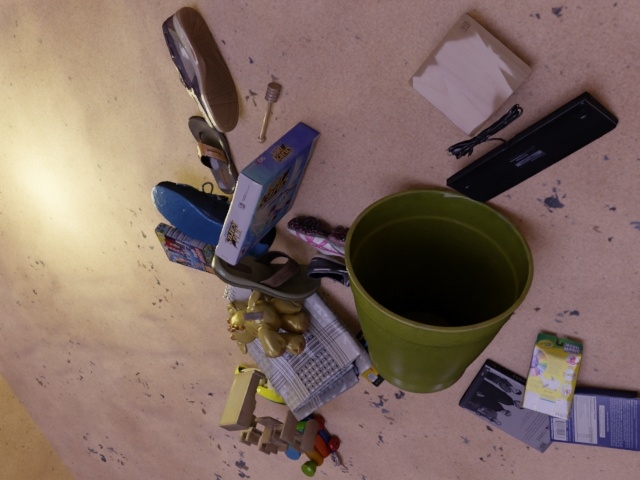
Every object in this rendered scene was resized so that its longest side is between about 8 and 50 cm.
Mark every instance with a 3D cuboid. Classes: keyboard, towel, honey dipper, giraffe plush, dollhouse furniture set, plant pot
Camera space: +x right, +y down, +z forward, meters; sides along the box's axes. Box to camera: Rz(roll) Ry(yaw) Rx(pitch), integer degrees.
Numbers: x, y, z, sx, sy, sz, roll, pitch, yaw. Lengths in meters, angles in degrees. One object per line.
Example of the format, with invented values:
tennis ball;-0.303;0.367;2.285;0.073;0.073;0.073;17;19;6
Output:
keyboard;0.365;-0.179;1.197;0.201;0.033;0.317;22;141;-34
towel;-0.054;0.295;1.721;0.312;0.056;0.324;-43;82;25
honey dipper;-0.122;-0.288;1.474;0.030;0.030;0.161;29;134;11
giraffe plush;-0.158;0.220;1.646;0.210;0.181;0.170;21;152;-35
dollhouse furniture set;-0.151;0.505;1.861;0.242;0.161;0.212;35;144;-27
plant pot;0.227;0.142;1.372;0.366;0.366;0.353;21;140;18

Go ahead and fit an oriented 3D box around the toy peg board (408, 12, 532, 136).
toy peg board;0.280;-0.311;1.197;0.161;0.079;0.161;40;117;0

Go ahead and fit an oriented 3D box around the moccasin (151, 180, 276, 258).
moccasin;-0.276;-0.059;1.667;0.342;0.117;0.138;31;136;4

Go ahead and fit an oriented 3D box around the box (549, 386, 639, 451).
box;0.641;0.405;1.455;0.225;0.036;0.137;0;107;26

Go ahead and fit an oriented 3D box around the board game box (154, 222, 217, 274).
board game box;-0.340;0.027;1.761;0.194;0.060;0.194;20;156;9

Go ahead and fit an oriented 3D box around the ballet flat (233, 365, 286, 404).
ballet flat;-0.171;0.443;1.976;0.230;0.077;0.077;13;110;26

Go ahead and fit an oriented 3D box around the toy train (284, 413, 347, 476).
toy train;-0.007;0.676;1.984;0.105;0.143;0.248;-24;106;40

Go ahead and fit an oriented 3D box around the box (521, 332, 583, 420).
box;0.526;0.303;1.444;0.105;0.043;0.179;13;102;24

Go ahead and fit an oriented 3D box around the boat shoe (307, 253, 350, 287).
boat shoe;0.064;0.097;1.586;0.206;0.065;0.075;19;141;10

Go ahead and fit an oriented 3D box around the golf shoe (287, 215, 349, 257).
golf shoe;0.000;0.000;1.570;0.186;0.067;0.086;19;130;18

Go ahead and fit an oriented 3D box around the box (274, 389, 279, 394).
box;-0.061;0.417;1.868;0.101;0.102;0.087;34;135;6

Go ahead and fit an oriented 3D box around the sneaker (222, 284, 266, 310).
sneaker;-0.215;0.132;1.702;0.094;0.091;0.258;41;164;31

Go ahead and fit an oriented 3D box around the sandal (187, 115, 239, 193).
sandal;-0.272;-0.207;1.596;0.090;0.060;0.219;-2;120;32

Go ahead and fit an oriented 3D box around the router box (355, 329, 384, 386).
router box;0.148;0.295;1.696;0.133;0.046;0.179;37;132;4

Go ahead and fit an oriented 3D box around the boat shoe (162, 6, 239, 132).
boat shoe;-0.275;-0.380;1.459;0.092;0.103;0.285;-7;113;40

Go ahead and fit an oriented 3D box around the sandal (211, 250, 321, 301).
sandal;-0.118;0.073;1.566;0.086;0.302;0.120;-54;41;29

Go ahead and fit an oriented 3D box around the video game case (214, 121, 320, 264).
video game case;-0.116;-0.107;1.431;0.061;0.269;0.244;31;132;8

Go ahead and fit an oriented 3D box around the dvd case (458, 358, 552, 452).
dvd case;0.485;0.414;1.587;0.238;0.029;0.179;28;131;11
